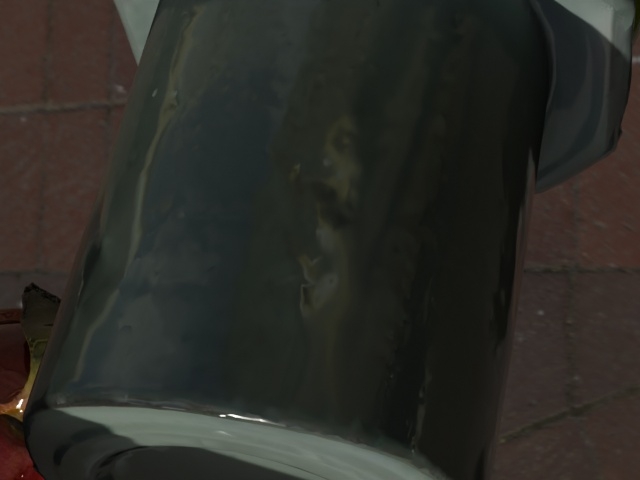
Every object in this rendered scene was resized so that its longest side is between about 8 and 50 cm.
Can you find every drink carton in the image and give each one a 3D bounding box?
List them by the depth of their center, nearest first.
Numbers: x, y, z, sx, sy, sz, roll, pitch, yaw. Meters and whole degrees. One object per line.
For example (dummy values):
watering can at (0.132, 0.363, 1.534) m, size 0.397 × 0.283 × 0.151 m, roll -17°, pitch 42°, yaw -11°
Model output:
drink carton at (0.000, 0.000, 0.438) m, size 0.191 × 0.185 × 0.190 m, roll 8°, pitch 57°, yaw 9°

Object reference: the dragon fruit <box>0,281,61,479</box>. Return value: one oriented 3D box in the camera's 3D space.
dragon fruit at (-0.181, 0.138, 0.777) m, size 0.227 × 0.224 × 0.224 m, roll 20°, pitch 94°, yaw 42°

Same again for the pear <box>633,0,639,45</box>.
pear at (0.070, -0.131, 0.708) m, size 0.220 × 0.187 × 0.187 m, roll -45°, pitch 65°, yaw 22°
